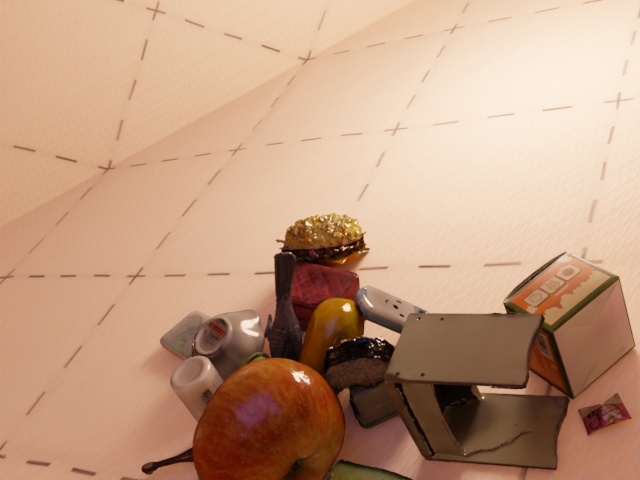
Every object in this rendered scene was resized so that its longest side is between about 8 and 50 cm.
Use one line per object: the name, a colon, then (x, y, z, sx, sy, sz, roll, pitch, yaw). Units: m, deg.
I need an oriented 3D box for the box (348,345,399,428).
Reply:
box: (0.134, 0.303, 1.612, 0.172, 0.093, 0.124, -27, 33, 1)

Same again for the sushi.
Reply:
sushi: (0.079, 0.250, 1.559, 0.150, 0.090, 0.078, -16, 31, 19)

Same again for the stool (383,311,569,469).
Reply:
stool: (0.291, 0.276, 1.401, 0.269, 0.244, 0.170, -4, 39, 32)

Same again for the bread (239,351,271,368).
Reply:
bread: (-0.146, 0.326, 1.753, 0.130, 0.071, 0.139, -35, 56, 55)

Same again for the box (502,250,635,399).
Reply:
box: (0.480, 0.161, 1.471, 0.177, 0.195, 0.148, -36, 33, -13)

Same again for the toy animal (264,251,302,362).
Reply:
toy animal: (-0.086, 0.220, 1.808, 0.081, 0.367, 0.206, -1, -7, -12)

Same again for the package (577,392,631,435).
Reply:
package: (0.515, 0.316, 1.383, 0.083, 0.029, 0.059, -29, 38, 16)

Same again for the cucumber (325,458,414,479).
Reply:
cucumber: (0.110, 0.486, 1.400, 0.244, 0.063, 0.115, 2, 49, 37)

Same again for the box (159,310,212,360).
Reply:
box: (-0.308, 0.272, 2.022, 0.142, 0.044, 0.285, -40, 35, -27)

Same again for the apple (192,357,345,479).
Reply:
apple: (-0.091, 0.387, 1.484, 0.250, 0.277, 0.309, 9, 82, 34)

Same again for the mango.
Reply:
mango: (0.018, 0.254, 1.694, 0.167, 0.130, 0.262, 111, 178, -83)

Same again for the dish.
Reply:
dish: (-0.249, 0.251, 1.874, 0.229, 0.081, 0.229, -21, 45, 23)

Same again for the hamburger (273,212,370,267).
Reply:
hamburger: (0.000, 0.000, 2.034, 0.261, 0.139, 0.243, -5, 6, 22)

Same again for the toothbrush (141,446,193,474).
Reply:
toothbrush: (-0.240, 0.468, 1.699, 0.364, 0.041, 0.041, -19, 33, 11)

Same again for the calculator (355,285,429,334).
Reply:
calculator: (0.174, 0.168, 1.715, 0.121, 0.210, 0.039, -84, 20, -65)

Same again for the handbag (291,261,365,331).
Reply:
handbag: (0.006, 0.150, 1.886, 0.225, 0.135, 0.146, 9, 44, 38)

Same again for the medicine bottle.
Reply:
medicine bottle: (-0.255, 0.359, 1.725, 0.103, 0.187, 0.103, -19, 33, 13)
